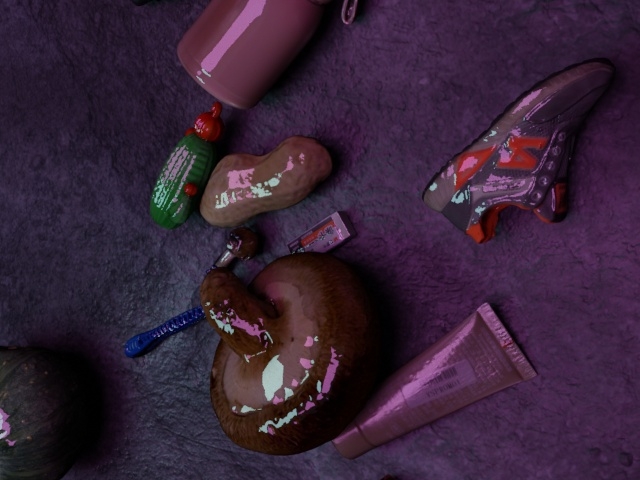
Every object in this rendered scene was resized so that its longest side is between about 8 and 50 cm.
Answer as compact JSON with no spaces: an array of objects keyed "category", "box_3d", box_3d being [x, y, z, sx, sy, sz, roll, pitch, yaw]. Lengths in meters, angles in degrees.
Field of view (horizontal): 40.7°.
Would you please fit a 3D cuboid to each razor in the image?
[{"category":"razor","box_3d":[-0.267,0.155,1.633,0.324,0.056,0.093,-33,66,38]}]

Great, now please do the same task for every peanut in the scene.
[{"category":"peanut","box_3d":[-0.101,-0.107,1.498,0.275,0.111,0.125,-21,102,26]}]

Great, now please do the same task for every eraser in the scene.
[{"category":"eraser","box_3d":[0.000,0.000,1.492,0.122,0.029,0.052,-34,76,26]}]

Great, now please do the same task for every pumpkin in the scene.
[{"category":"pumpkin","box_3d":[-0.624,0.349,1.733,0.328,0.257,0.291,8,109,22]}]

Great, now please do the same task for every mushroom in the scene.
[{"category":"mushroom","box_3d":[-0.040,0.183,1.410,0.345,0.239,0.345,20,115,49]},{"category":"mushroom","box_3d":[-0.168,0.045,1.584,0.060,0.061,0.187,46,124,11]}]

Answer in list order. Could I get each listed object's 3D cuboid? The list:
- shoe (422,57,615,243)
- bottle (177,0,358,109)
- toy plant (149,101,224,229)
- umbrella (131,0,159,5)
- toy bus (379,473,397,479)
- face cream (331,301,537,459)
[{"category":"shoe","box_3d":[0.315,-0.109,1.258,0.336,0.132,0.171,-42,77,26]},{"category":"bottle","box_3d":[-0.078,-0.369,1.451,0.206,0.173,0.297,39,111,-11]},{"category":"toy plant","box_3d":[-0.242,-0.135,1.576,0.154,0.088,0.240,8,80,66]},{"category":"umbrella","box_3d":[-0.214,-0.499,1.548,0.358,0.106,0.113,-11,90,30]},{"category":"toy bus","box_3d":[0.163,0.467,1.403,0.192,0.065,0.077,34,115,24]},{"category":"face cream","box_3d":[0.165,0.242,1.388,0.341,0.084,0.137,-35,87,20]}]
